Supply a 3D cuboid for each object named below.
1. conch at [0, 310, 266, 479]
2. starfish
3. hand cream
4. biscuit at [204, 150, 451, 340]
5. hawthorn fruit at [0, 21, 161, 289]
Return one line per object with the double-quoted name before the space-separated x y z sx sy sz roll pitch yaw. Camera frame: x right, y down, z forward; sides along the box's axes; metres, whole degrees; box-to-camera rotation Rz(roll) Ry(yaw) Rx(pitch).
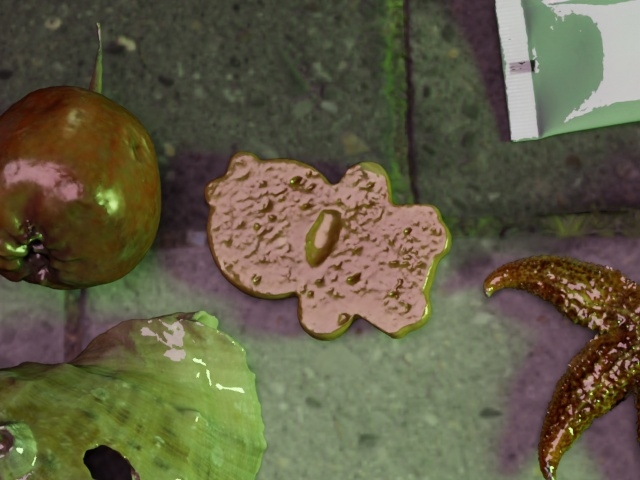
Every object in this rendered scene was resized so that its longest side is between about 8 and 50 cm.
"conch" -0.174 0.184 1.054 0.324 0.186 0.263 -39 96 -1
"starfish" 0.226 0.073 1.097 0.240 0.043 0.227 21 81 11
"hand cream" 0.289 -0.145 1.123 0.320 0.067 0.109 -7 89 7
"biscuit" 0.002 0.006 1.136 0.184 0.027 0.133 5 81 8
"hawthorn fruit" -0.172 -0.043 1.120 0.149 0.149 0.189 32 49 10
